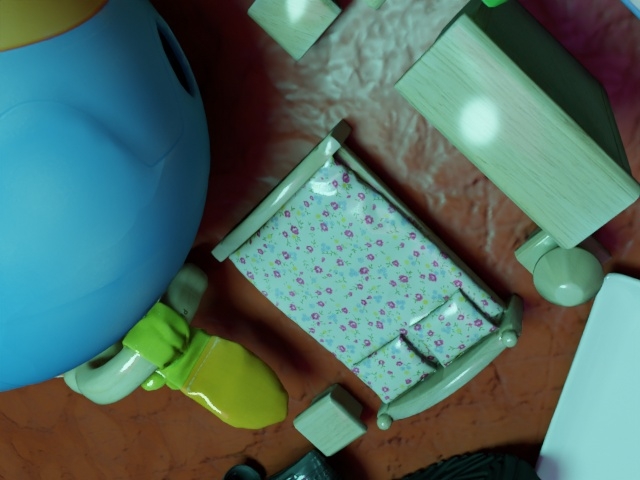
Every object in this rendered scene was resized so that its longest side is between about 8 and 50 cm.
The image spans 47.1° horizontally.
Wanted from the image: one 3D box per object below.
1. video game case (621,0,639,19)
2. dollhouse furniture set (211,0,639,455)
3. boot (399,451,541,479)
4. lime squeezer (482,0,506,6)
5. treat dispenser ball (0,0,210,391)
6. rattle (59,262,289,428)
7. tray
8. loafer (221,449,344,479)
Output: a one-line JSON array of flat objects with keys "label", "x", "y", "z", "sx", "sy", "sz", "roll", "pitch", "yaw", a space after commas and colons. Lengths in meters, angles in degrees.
[{"label": "video game case", "x": 0.236, "y": -0.192, "z": 0.402, "sx": 0.119, "sy": 0.015, "sz": 0.166, "roll": 42, "pitch": 119, "yaw": -6}, {"label": "dollhouse furniture set", "x": 0.000, "y": 0.000, "z": 0.475, "sx": 0.303, "sy": 0.174, "sz": 0.355, "roll": 43, "pitch": 119, "yaw": -7}, {"label": "boot", "x": 0.127, "y": 0.301, "z": 0.626, "sx": 0.246, "sy": 0.094, "sz": 0.207, "roll": -30, "pitch": 101, "yaw": 35}, {"label": "lime squeezer", "x": 0.053, "y": -0.246, "z": 0.385, "sx": 0.059, "sy": 0.110, "sz": 0.310, "roll": -23, "pitch": 77, "yaw": 41}, {"label": "treat dispenser ball", "x": -0.213, "y": -0.052, "z": 0.443, "sx": 0.288, "sy": 0.288, "sz": 0.288, "roll": 7, "pitch": 117, "yaw": 13}, {"label": "rattle", "x": -0.140, "y": 0.106, "z": 0.619, "sx": 0.143, "sy": 0.130, "sz": 0.200, "roll": 29, "pitch": 135, "yaw": -34}, {"label": "tray", "x": 0.247, "y": 0.157, "z": 0.551, "sx": 0.145, "sy": 0.030, "sz": 0.270, "roll": 20, "pitch": 120, "yaw": 20}, {"label": "loafer", "x": -0.068, "y": 0.244, "z": 0.674, "sx": 0.223, "sy": 0.076, "sz": 0.078, "roll": -27, "pitch": 88, "yaw": 32}]
